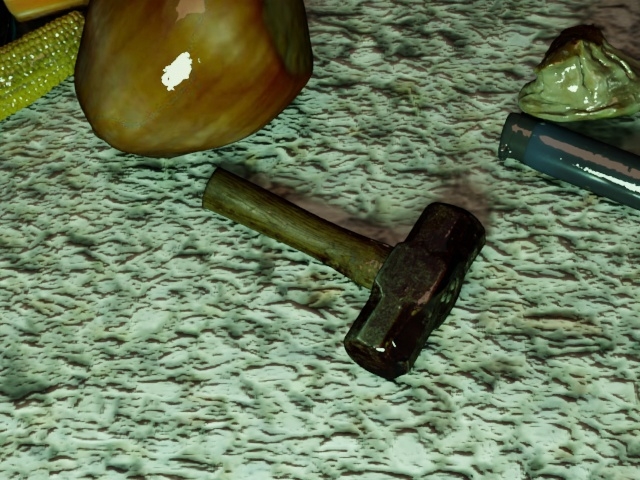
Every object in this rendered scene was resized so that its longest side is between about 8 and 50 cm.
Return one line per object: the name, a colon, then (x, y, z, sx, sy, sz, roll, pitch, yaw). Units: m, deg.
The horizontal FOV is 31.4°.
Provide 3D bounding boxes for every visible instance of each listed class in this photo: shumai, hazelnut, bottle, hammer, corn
shumai: (0.364, -0.237, 1.581, 0.201, 0.120, 0.201, -8, 19, 3)
hazelnut: (-0.185, -0.278, 1.599, 0.366, 0.365, 0.365, -3, 59, 5)
bottle: (0.366, -0.112, 1.579, 0.244, 0.072, 0.082, 23, 72, 19)
hammer: (0.000, 0.000, 1.545, 0.409, 0.095, 0.242, 26, 66, 22)
corn: (-0.476, -0.245, 1.738, 0.310, 0.101, 0.101, -31, 61, -18)

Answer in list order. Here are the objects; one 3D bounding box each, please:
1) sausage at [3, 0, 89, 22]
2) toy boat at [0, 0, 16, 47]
sausage: (-0.370, -0.487, 1.795, 0.287, 0.233, 0.233, -13, 59, -3)
toy boat: (-0.557, -0.404, 1.827, 0.134, 0.092, 0.298, -18, 85, 12)
